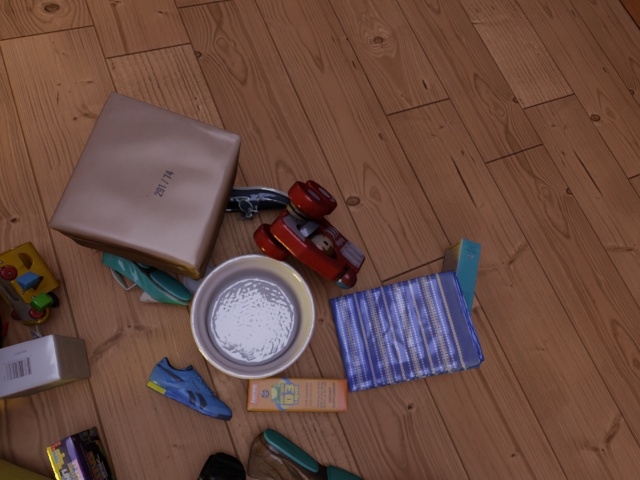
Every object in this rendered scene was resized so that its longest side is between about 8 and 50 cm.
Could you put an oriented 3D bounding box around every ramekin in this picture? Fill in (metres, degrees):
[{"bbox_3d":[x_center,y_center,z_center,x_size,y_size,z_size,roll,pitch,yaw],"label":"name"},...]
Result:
[{"bbox_3d":[-0.157,0.182,0.976,0.276,0.135,0.278,3,72,-10],"label":"ramekin"}]

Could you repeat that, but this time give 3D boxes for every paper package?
[{"bbox_3d":[-0.364,-0.111,0.918,0.309,0.168,0.325,18,73,-10],"label":"paper package"}]

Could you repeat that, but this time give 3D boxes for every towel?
[{"bbox_3d":[0.207,0.225,1.025,0.335,0.040,0.244,-14,73,7],"label":"towel"}]

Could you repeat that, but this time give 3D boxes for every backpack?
[{"bbox_3d":[-0.224,0.553,0.839,0.115,0.152,0.182,22,81,6],"label":"backpack"}]

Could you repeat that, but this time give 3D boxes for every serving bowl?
[{"bbox_3d":[-0.297,0.096,1.027,0.083,0.027,0.084,-4,69,10],"label":"serving bowl"}]

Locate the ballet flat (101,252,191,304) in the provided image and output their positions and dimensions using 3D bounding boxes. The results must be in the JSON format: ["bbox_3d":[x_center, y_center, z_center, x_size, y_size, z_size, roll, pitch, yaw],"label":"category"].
[{"bbox_3d":[-0.422,0.096,0.990,0.247,0.083,0.087,38,99,3],"label":"ballet flat"}]

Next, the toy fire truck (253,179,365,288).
[{"bbox_3d":[0.000,0.000,0.992,0.254,0.302,0.169,42,105,2],"label":"toy fire truck"}]

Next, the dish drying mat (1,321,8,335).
[{"bbox_3d":[-0.747,0.200,0.919,0.083,0.008,0.032,0,72,-11],"label":"dish drying mat"}]

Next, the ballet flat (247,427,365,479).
[{"bbox_3d":[-0.014,0.551,0.907,0.342,0.116,0.124,29,89,-2],"label":"ballet flat"}]

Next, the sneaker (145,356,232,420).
[{"bbox_3d":[-0.285,0.337,0.935,0.209,0.069,0.082,28,65,-1],"label":"sneaker"}]

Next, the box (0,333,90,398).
[{"bbox_3d":[-0.577,0.260,0.846,0.129,0.170,0.091,-15,77,-15],"label":"box"}]

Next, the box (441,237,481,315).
[{"bbox_3d":[0.371,0.125,1.118,0.060,0.100,0.245,18,70,-4],"label":"box"}]

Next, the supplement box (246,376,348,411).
[{"bbox_3d":[-0.056,0.364,0.968,0.233,0.080,0.078,3,69,-8],"label":"supplement box"}]

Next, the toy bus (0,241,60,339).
[{"bbox_3d":[-0.644,0.102,0.917,0.190,0.202,0.104,32,38,8],"label":"toy bus"}]

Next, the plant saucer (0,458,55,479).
[{"bbox_3d":[-0.676,0.573,0.729,0.332,0.081,0.333,14,70,10],"label":"plant saucer"}]

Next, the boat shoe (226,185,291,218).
[{"bbox_3d":[-0.204,-0.100,1.080,0.254,0.095,0.079,7,69,-8],"label":"boat shoe"}]

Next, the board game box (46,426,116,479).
[{"bbox_3d":[-0.463,0.468,0.817,0.048,0.141,0.171,-25,79,-17],"label":"board game box"}]

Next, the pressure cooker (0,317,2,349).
[{"bbox_3d":[-0.830,0.225,0.685,0.419,0.370,0.376,2,39,-23],"label":"pressure cooker"}]
